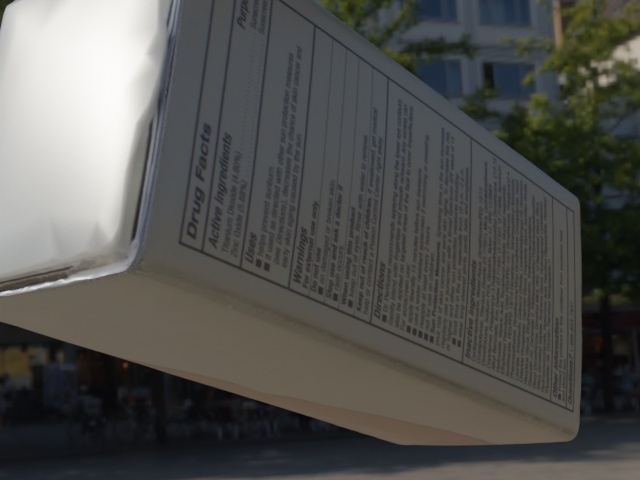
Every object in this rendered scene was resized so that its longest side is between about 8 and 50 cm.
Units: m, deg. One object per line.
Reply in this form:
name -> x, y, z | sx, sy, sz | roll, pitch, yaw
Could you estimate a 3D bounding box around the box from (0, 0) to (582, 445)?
box -> 0.000, 0.000, 0.493 | 0.121, 0.148, 0.311 | -11, -27, 39
